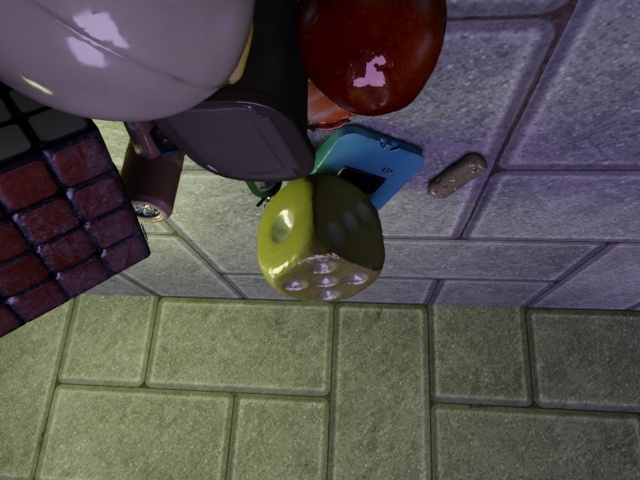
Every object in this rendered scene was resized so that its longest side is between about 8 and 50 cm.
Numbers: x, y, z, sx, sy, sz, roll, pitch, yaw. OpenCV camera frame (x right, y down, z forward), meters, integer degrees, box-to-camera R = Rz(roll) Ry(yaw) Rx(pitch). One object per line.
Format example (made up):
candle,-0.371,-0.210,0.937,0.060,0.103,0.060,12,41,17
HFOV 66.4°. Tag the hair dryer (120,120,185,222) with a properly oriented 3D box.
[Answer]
hair dryer,-0.367,-0.198,0.986,0.126,0.210,0.352,6,158,-2

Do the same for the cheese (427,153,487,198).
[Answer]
cheese,0.338,-0.157,1.227,0.065,0.043,0.194,10,160,-20

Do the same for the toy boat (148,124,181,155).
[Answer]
toy boat,-0.219,-0.239,0.952,0.229,0.080,0.046,-34,-176,-12

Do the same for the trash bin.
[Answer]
trash bin,-0.117,-0.247,0.750,0.220,0.249,0.220,-1,159,14

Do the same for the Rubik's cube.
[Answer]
Rubik's cube,-0.552,-0.088,0.841,0.344,0.337,0.344,-31,149,-26

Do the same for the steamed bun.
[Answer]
steamed bun,-0.241,-0.296,0.500,0.334,0.374,0.334,-41,171,-8

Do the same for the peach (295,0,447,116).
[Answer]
peach,0.068,-0.278,0.671,0.200,0.243,0.243,6,161,9

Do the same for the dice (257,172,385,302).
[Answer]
dice,0.000,0.000,1.171,0.233,0.238,0.227,23,140,-35

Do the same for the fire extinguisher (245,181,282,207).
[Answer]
fire extinguisher,-0.146,-0.170,1.198,0.093,0.118,0.294,35,168,19

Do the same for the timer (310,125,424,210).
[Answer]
timer,0.097,-0.181,1.194,0.232,0.091,0.250,14,146,-26

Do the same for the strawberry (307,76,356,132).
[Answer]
strawberry,0.008,-0.276,0.902,0.187,0.082,0.147,-22,154,38
